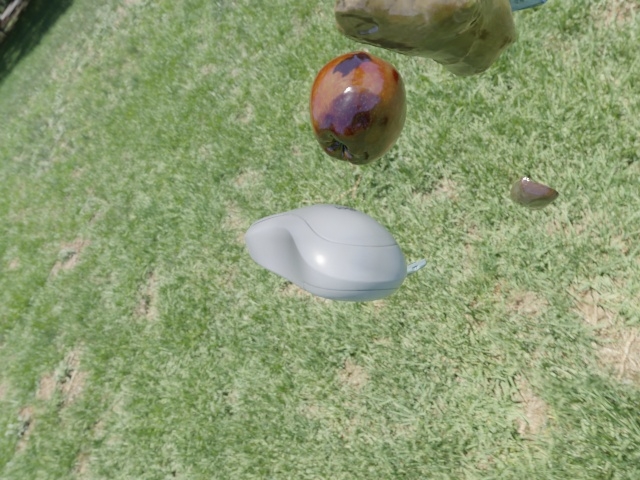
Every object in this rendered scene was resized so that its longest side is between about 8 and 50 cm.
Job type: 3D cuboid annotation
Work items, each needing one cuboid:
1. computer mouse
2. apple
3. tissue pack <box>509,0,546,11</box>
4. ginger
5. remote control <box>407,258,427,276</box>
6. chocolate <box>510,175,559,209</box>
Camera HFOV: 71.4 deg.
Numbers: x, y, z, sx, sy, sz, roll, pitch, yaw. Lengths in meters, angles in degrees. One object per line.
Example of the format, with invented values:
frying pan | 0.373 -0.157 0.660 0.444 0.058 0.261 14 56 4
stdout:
computer mouse | 0.000 0.000 0.684 0.297 0.184 0.121 29 116 58
apple | 0.075 -0.278 0.958 0.229 0.230 0.230 -23 51 32
tissue pack | 0.496 -0.684 1.074 0.316 0.103 0.228 -53 34 -12
ginger | 0.094 -0.180 0.363 0.095 0.190 0.069 -19 78 50
remote control | 0.216 0.074 1.096 0.065 0.166 0.029 -22 82 -6
chocolate | 0.321 -0.064 0.674 0.064 0.100 0.031 23 92 13
